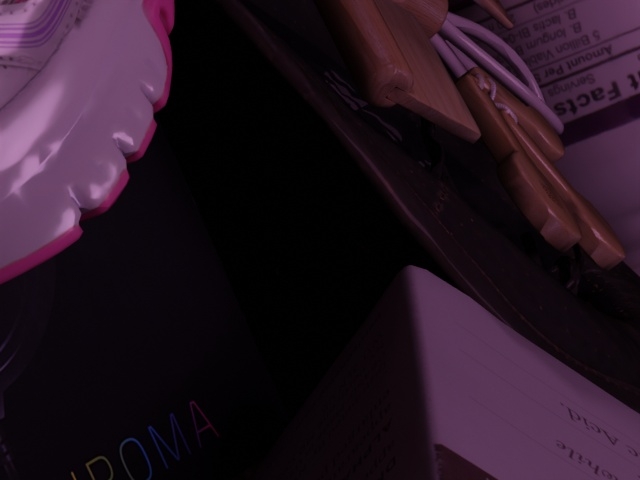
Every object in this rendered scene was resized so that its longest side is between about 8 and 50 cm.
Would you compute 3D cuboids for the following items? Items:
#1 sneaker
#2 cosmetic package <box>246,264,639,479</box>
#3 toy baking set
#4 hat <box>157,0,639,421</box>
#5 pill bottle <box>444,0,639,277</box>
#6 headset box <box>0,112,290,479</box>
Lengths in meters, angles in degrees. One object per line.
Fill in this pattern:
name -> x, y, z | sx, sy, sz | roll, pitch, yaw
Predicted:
sneaker -> -0.077, -0.104, 0.499 | 0.111, 0.103, 0.252 | 49, 40, -28
cosmetic package -> 0.071, 0.183, 0.423 | 0.217, 0.156, 0.385 | 31, 17, -14
toy baking set -> 0.029, -0.079, 0.704 | 0.197, 0.030, 0.256 | 45, 17, -23
hat -> 0.000, 0.000, 0.720 | 0.331, 0.134, 0.331 | 41, 13, -12
pill bottle -> 0.123, -0.106, 0.908 | 0.169, 0.169, 0.302 | -27, 96, -53
headset box -> -0.170, -0.019, 0.537 | 0.246, 0.131, 0.283 | -26, 94, -54
